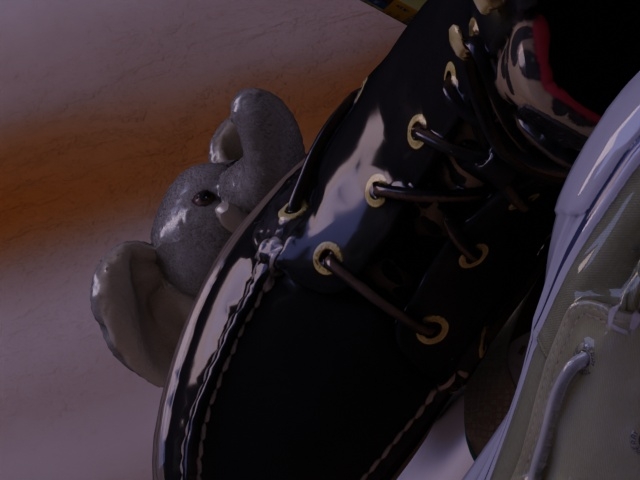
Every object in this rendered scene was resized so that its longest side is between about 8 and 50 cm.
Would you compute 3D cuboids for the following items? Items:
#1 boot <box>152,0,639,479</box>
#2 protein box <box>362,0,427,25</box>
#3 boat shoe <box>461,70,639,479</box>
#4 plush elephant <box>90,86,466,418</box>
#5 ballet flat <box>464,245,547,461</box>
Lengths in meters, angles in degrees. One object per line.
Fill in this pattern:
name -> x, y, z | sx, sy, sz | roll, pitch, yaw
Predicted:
boot -> 0.066, -0.027, 0.710 | 0.377, 0.138, 0.284 | -53, 2, -18
protein box -> 0.147, -0.266, 1.404 | 0.199, 0.201, 0.136 | -62, 5, 1
boat shoe -> 0.118, 0.063, 0.558 | 0.094, 0.109, 0.302 | -105, 32, -61
plush elephant -> 0.000, 0.000, 1.124 | 0.330, 0.255, 0.272 | -57, 6, 46
ballet flat -> 0.116, 0.049, 0.841 | 0.052, 0.057, 0.168 | -44, 17, 44
